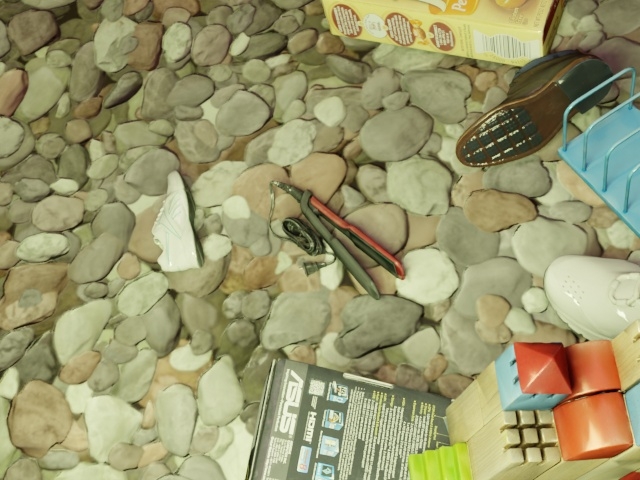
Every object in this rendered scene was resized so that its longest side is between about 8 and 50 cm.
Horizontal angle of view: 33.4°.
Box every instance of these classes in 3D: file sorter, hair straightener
[{"bbox_3d":[0.389,-0.110,1.297,0.118,0.104,0.170,-32,59,-8],"label":"file sorter"},{"bbox_3d":[0.000,0.000,1.348,0.089,0.047,0.230,-41,60,-13],"label":"hair straightener"}]

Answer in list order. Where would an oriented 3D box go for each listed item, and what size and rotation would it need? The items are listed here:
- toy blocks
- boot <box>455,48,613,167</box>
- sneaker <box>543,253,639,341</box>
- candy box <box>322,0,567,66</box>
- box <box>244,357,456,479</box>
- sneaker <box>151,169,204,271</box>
[{"bbox_3d":[0.298,0.160,0.996,0.381,0.261,0.190,1,63,-12],"label":"toy blocks"},{"bbox_3d":[0.271,-0.174,1.392,0.219,0.082,0.106,-30,21,13],"label":"boot"},{"bbox_3d":[0.390,0.072,1.177,0.297,0.129,0.111,19,68,23],"label":"sneaker"},{"bbox_3d":[0.182,-0.358,1.494,0.317,0.087,0.183,14,64,19],"label":"candy box"},{"bbox_3d":[0.062,0.340,1.052,0.318,0.097,0.394,12,62,-3],"label":"box"},{"bbox_3d":[-0.194,-0.027,1.403,0.061,0.053,0.152,-15,59,6],"label":"sneaker"}]
